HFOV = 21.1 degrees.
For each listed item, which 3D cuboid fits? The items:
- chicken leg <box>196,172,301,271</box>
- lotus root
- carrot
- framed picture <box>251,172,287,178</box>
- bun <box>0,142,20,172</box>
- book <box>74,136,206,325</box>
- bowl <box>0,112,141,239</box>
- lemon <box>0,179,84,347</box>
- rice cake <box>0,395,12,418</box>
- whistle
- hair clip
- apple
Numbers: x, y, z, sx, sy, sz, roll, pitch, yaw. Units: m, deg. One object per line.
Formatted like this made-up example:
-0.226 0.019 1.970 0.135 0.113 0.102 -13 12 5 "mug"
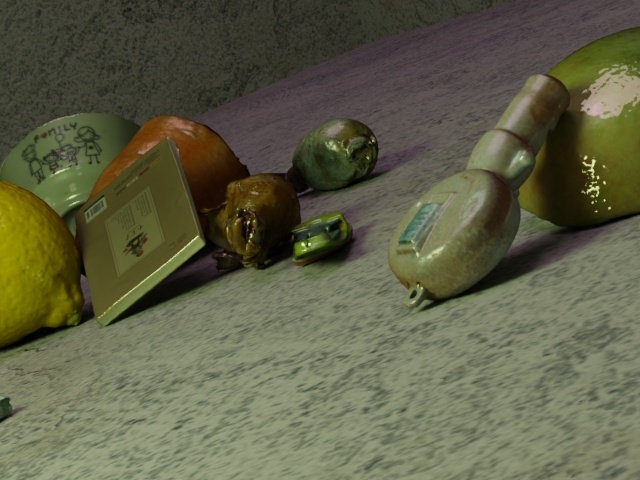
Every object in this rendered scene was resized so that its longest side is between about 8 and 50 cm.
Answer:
-0.073 -0.014 1.690 0.101 0.085 0.207 -20 7 7 "chicken leg"
0.012 -0.100 2.043 0.088 0.088 0.165 -26 1 -32 "lotus root"
-0.190 -0.023 1.917 0.159 0.159 0.225 -14 26 37 "carrot"
-0.104 -0.054 2.199 0.128 0.023 0.168 -23 10 -17 "framed picture"
-0.335 -0.073 2.391 0.221 0.221 0.108 -19 44 10 "bun"
-0.187 -0.013 1.751 0.138 0.016 0.198 -38 35 12 "book"
-0.305 -0.058 2.245 0.211 0.211 0.112 -21 51 1 "bowl"
-0.351 0.025 1.791 0.244 0.186 0.187 19 28 23 "lemon"
-0.297 0.155 1.392 0.022 0.021 0.121 -1 18 36 "rice cake"
0.119 -0.038 1.284 0.220 0.057 0.107 -54 24 -22 "whistle"
0.000 0.000 1.608 0.060 0.033 0.188 -18 6 4 "hair clip"
0.276 -0.104 1.369 0.265 0.120 0.193 -26 21 -16 "apple"
